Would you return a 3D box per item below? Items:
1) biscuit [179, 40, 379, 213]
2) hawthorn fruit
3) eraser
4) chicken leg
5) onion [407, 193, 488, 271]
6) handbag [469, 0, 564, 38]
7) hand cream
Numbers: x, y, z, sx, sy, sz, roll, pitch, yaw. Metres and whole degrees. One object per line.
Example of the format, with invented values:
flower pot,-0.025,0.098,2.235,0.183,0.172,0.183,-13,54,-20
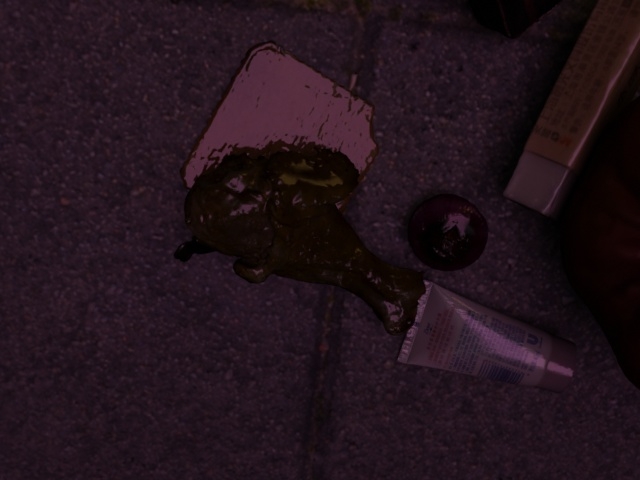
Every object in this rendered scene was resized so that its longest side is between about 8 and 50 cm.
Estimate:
biscuit,-0.047,-0.125,0.987,0.232,0.013,0.237,30,98,-11
hawthorn fruit,0.561,-0.007,0.871,0.472,0.472,0.471,-1,102,-7
eraser,0.365,-0.192,0.949,0.078,0.144,0.343,29,100,27
chicken leg,-0.002,-0.016,0.948,0.361,0.140,0.211,18,121,-21
onion,0.179,-0.007,0.994,0.115,0.104,0.115,3,110,8
handbag,0.245,-0.385,0.892,0.169,0.155,0.215,-35,121,3
hand cream,0.249,0.158,1.059,0.248,0.083,0.133,19,99,1
